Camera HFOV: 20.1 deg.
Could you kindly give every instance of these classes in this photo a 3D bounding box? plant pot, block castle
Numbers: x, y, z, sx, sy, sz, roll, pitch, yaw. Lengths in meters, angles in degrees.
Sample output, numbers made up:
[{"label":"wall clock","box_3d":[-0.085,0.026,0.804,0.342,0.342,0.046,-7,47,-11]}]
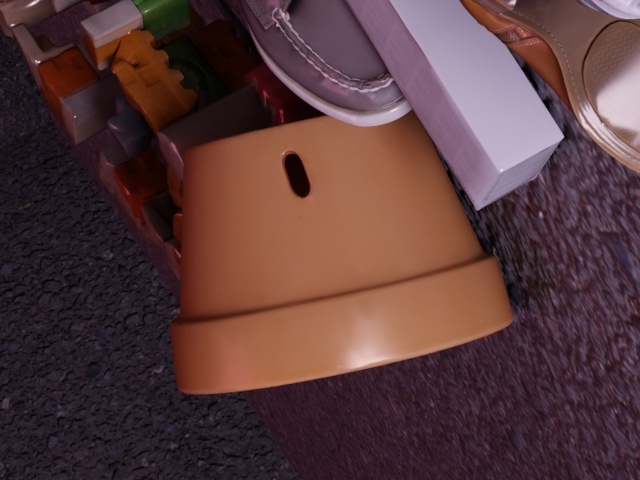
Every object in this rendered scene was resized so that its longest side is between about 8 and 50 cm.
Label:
[{"label":"plant pot","box_3d":[0.000,0.000,1.532,0.291,0.291,0.203,177,80,-77]},{"label":"block castle","box_3d":[-0.155,-0.205,1.826,0.453,0.213,0.303,53,161,23]}]

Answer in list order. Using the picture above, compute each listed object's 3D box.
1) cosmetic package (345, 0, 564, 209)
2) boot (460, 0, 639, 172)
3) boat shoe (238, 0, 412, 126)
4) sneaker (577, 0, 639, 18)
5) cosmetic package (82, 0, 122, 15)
[{"label":"cosmetic package","box_3d":[0.082,-0.147,1.303,0.239,0.060,0.099,59,166,10]},{"label":"boot","box_3d":[0.150,-0.121,1.083,0.197,0.073,0.152,48,-177,-6]},{"label":"boat shoe","box_3d":[-0.021,-0.228,1.427,0.324,0.116,0.097,61,173,31]},{"label":"sneaker","box_3d":[0.093,-0.231,0.946,0.281,0.105,0.115,61,169,-2]},{"label":"cosmetic package","box_3d":[-0.277,-0.417,2.058,0.160,0.113,0.309,49,163,45]}]
